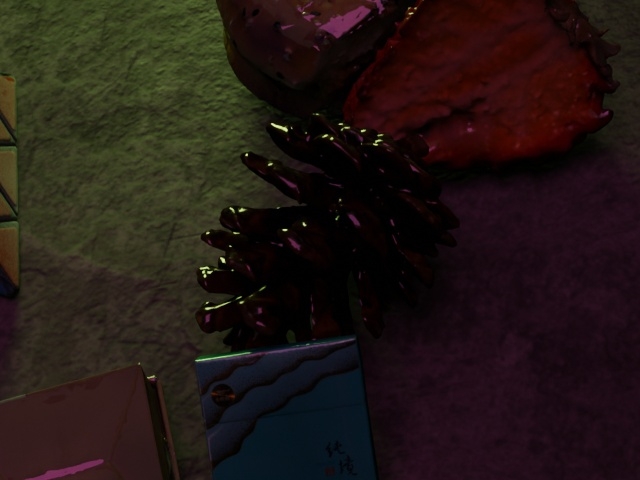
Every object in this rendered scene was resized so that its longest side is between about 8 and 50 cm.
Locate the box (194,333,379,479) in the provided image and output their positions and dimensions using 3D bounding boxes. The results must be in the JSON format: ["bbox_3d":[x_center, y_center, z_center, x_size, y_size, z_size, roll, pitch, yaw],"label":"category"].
[{"bbox_3d":[-0.027,0.213,1.533,0.161,0.042,0.226,-8,92,3],"label":"box"}]

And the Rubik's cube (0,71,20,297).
[{"bbox_3d":[-0.450,-0.088,1.784,0.229,0.228,0.233,11,99,-26],"label":"Rubik's cube"}]

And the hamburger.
[{"bbox_3d":[0.013,-0.303,1.810,0.277,0.195,0.318,39,72,24],"label":"hamburger"}]

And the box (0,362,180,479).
[{"bbox_3d":[-0.250,0.248,1.587,0.215,0.086,0.215,-14,58,0],"label":"box"}]

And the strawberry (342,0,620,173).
[{"bbox_3d":[0.179,-0.182,1.729,0.253,0.280,0.150,29,28,-18],"label":"strawberry"}]

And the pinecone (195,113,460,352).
[{"bbox_3d":[0.000,0.000,1.610,0.244,0.244,0.309,37,84,26],"label":"pinecone"}]
